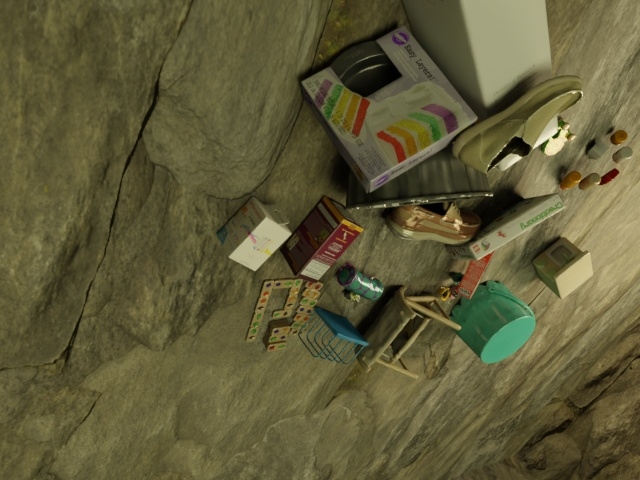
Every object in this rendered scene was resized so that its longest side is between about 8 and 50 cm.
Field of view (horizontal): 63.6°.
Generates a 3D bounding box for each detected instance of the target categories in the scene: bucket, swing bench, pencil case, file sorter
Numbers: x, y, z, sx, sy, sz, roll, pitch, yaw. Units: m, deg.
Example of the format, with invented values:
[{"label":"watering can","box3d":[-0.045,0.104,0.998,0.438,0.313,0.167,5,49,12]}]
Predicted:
[{"label":"bucket","box3d":[0.632,0.303,1.894,0.281,0.183,0.281,-18,135,-19]},{"label":"swing bench","box3d":[0.264,0.295,1.673,0.255,0.165,0.253,19,116,-36]},{"label":"pencil case","box3d":[0.115,0.121,1.485,0.152,0.065,0.070,30,70,-45]},{"label":"file sorter","box3d":[0.036,0.290,1.533,0.104,0.118,0.170,-51,140,10]}]

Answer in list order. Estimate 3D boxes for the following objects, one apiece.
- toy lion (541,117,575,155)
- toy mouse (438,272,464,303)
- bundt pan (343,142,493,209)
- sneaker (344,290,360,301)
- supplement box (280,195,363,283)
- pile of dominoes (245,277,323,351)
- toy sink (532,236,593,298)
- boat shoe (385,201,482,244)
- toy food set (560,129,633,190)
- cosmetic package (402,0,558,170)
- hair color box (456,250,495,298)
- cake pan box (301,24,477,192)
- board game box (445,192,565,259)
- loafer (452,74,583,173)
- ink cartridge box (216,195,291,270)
[{"label":"toy lion","box3d":[0.684,-0.294,1.501,0.096,0.034,0.100,-40,138,17]},{"label":"toy mouse","box3d":[0.455,0.151,1.753,0.143,0.031,0.161,-35,143,-12]},{"label":"bundt pan","box3d":[0.208,-0.142,1.151,0.331,0.331,0.124,-7,93,-28]},{"label":"sneaker","box3d":[0.096,0.164,1.542,0.035,0.031,0.083,-1,162,23]},{"label":"supplement box","box3d":[0.000,0.000,1.270,0.081,0.104,0.188,23,113,-44]},{"label":"pile of dominoes","box3d":[-0.093,0.209,1.450,0.196,0.040,0.251,-3,129,-31]},{"label":"toy sink","box3d":[0.893,0.092,1.911,0.153,0.131,0.234,-41,143,7]},{"label":"boat shoe","box3d":[0.331,-0.066,1.415,0.325,0.123,0.116,-2,126,-34]},{"label":"toy food set","box3d":[0.876,-0.234,1.629,0.232,0.111,0.104,-46,169,-4]},{"label":"cosmetic package","box3d":[0.323,-0.379,1.039,0.162,0.230,0.453,-36,137,2]},{"label":"hair color box","box3d":[0.498,0.092,1.644,0.093,0.053,0.167,-36,149,-51]},{"label":"cake pan box","box3d":[0.127,-0.264,1.010,0.246,0.266,0.070,-29,164,-7]},{"label":"board game box","box3d":[0.542,-0.039,1.537,0.306,0.053,0.193,-30,-178,-5]},{"label":"loafer","box3d":[0.384,-0.211,0.979,0.269,0.092,0.102,-31,160,5]},{"label":"ink cartridge box","box3d":[-0.145,-0.022,1.167,0.143,0.092,0.090,-46,136,10]}]
